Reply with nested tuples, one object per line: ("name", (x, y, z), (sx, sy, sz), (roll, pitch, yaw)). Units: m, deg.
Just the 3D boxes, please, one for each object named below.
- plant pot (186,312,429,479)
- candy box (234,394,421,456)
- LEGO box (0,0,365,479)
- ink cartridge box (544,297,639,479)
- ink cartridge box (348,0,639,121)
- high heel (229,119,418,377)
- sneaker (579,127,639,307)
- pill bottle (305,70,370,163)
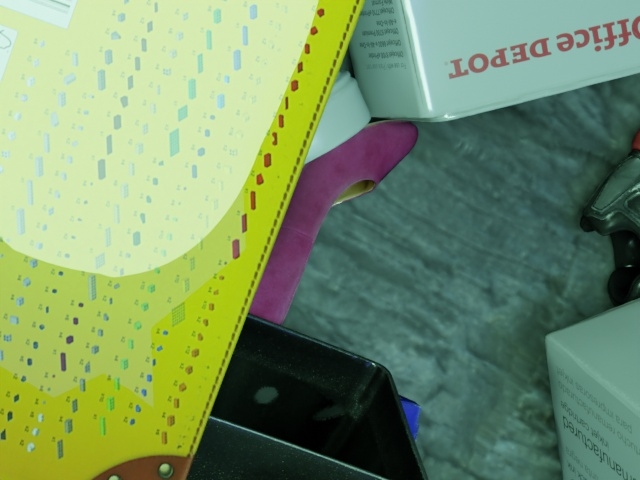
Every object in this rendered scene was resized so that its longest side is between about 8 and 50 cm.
("plant pot", (-0.057, 0.161, 1.241), (0.188, 0.187, 0.167), (21, 108, -15))
("candy box", (-0.111, 0.215, 1.384), (0.317, 0.122, 0.268), (12, 93, -13))
("LEGO box", (-0.115, -0.130, 1.068), (0.193, 0.372, 0.500), (19, 97, -14))
("ink cartridge box", (0.318, 0.264, 1.352), (0.166, 0.285, 0.395), (-19, 117, -17))
("ink cartridge box", (0.121, -0.259, 1.375), (0.223, 0.129, 0.307), (-15, 99, -20))
("high heel", (0.000, 0.000, 1.376), (0.244, 0.082, 0.117), (-30, 81, -32))
("sneaker", (0.307, 0.041, 1.478), (0.135, 0.097, 0.276), (-40, 101, -7))
("pill bottle", (-0.073, -0.183, 1.336), (0.152, 0.152, 0.272), (-29, 102, -9))
